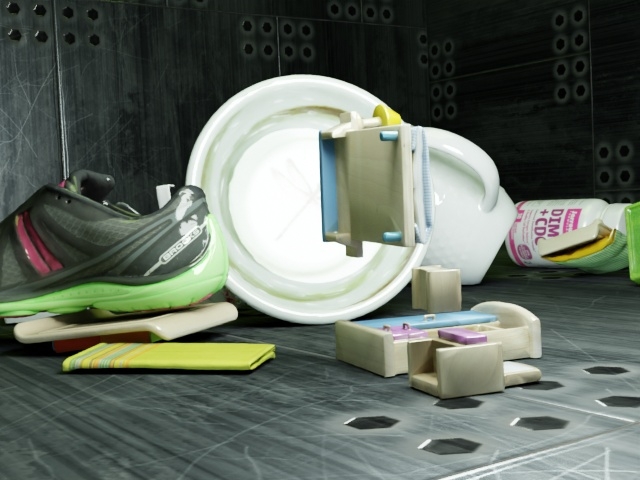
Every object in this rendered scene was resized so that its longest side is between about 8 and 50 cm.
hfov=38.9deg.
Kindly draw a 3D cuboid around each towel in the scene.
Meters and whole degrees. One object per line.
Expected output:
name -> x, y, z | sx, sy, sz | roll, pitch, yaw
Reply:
towel -> -0.180, 0.142, 1.084 | 0.237, 0.021, 0.102 | -2, 6, 15

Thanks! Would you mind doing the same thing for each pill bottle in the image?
pill bottle -> 0.584, -0.015, 2.089 | 0.283, 0.160, 0.160 | 0, 4, 44

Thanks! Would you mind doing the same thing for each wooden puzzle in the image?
wooden puzzle -> -0.265, 0.121, 1.266 | 0.239, 0.044, 0.221 | -3, 2, 21

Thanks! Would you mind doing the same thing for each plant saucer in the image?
plant saucer -> -0.019, -0.060, 1.445 | 0.401, 0.400, 0.100 | -3, -12, -15

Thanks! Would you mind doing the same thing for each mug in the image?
mug -> 0.225, -0.085, 1.811 | 0.328, 0.276, 0.374 | 29, -30, 9

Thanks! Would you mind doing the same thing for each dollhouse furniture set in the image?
dollhouse furniture set -> 0.144, -0.011, 1.002 | 0.198, 0.303, 0.286 | -5, 3, -22
dollhouse furniture set -> 0.601, 0.049, 1.783 | 0.198, 0.151, 0.301 | 21, -31, -39

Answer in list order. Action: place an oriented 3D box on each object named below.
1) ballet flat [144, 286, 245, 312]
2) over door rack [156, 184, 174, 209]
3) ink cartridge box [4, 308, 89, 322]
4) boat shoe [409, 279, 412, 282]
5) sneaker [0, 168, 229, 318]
ballet flat -> -0.219, 0.099, 1.557 | 0.241, 0.091, 0.077 | -6, 31, 30
over door rack -> -0.287, 0.002, 1.496 | 0.240, 0.108, 0.324 | -8, -11, 15
ink cartridge box -> -0.490, 0.090, 1.652 | 0.160, 0.092, 0.219 | -3, 2, -15
boat shoe -> 0.168, 0.070, 1.973 | 0.133, 0.042, 0.049 | -2, 5, 38
sneaker -> -0.367, 0.003, 1.296 | 0.483, 0.202, 0.185 | -3, 1, 6
